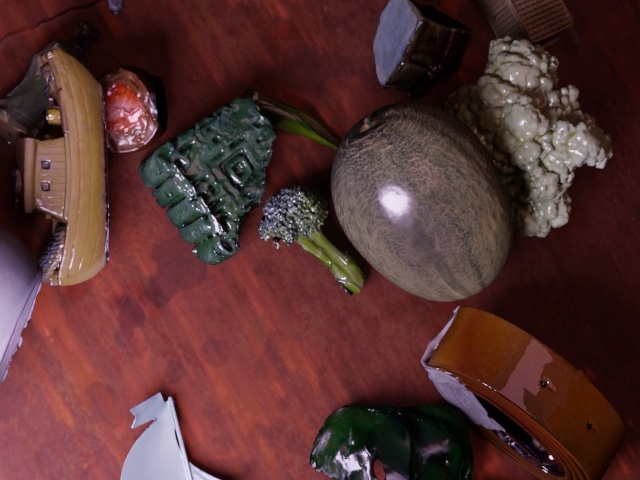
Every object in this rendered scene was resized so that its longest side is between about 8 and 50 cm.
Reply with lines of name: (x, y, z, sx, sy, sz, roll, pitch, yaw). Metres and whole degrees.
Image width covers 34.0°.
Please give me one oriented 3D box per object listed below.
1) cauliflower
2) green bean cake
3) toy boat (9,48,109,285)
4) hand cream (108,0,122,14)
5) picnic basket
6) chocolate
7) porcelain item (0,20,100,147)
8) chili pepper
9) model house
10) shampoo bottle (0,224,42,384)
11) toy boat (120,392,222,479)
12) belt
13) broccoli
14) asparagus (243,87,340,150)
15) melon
cauliflower: (0.351, -0.175, 1.706, 0.281, 0.260, 0.326, -16, 103, -22)
green bean cake: (-0.135, -0.095, 1.553, 0.208, 0.107, 0.193, -39, 92, -29)
toy boat: (-0.357, -0.096, 1.417, 0.122, 0.089, 0.321, -3, 95, -26)
hand cream: (-0.318, -0.389, 1.603, 0.030, 0.019, 0.093, -5, 75, -27)
picnic basket: (0.363, -0.419, 1.879, 0.115, 0.079, 0.164, -27, 87, -28)
chocolate: (-0.290, -0.185, 1.501, 0.133, 0.127, 0.124, 1, 63, 1)
porcelain item: (-0.387, -0.233, 1.499, 0.081, 0.069, 0.215, 31, 66, -9)
chili pepper: (0.119, 0.305, 1.546, 0.265, 0.116, 0.148, 9, 69, -22)
model house: (0.175, -0.322, 1.770, 0.152, 0.106, 0.165, 14, 106, -32)
shampoo bottle: (-0.492, 0.081, 1.251, 0.266, 0.273, 0.273, 22, 67, -7)
toy boat: (-0.177, 0.362, 1.428, 0.210, 0.070, 0.291, 13, 68, -21)
belt: (0.311, 0.242, 1.597, 0.339, 0.217, 0.122, 42, 69, -12)
broccoli: (-0.001, 0.002, 1.601, 0.204, 0.122, 0.118, 46, 77, -22)
asparagus: (-0.041, -0.189, 1.657, 0.178, 0.041, 0.045, 21, 76, -19)
melon: (0.156, -0.054, 1.588, 0.248, 0.249, 0.329, -45, 111, -27)
